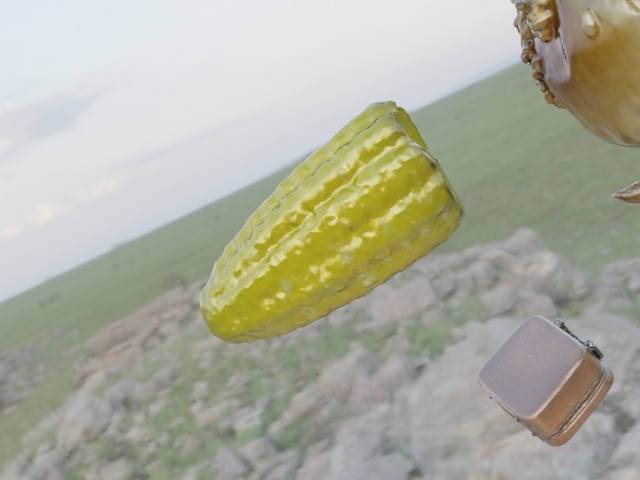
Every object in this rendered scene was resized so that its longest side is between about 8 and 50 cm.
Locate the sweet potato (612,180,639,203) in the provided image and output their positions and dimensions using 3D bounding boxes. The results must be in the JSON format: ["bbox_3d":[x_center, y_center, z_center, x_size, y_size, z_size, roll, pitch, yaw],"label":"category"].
[{"bbox_3d":[0.537,-0.118,1.592,0.314,0.066,0.072,-26,-14,9],"label":"sweet potato"}]

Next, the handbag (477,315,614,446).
[{"bbox_3d":[0.308,0.184,1.641,0.151,0.072,0.193,-50,18,-2],"label":"handbag"}]

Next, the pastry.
[{"bbox_3d":[0.325,-0.302,1.249,0.245,0.409,0.409,4,8,7],"label":"pastry"}]

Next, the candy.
[{"bbox_3d":[0.000,0.000,0.816,0.199,0.106,0.094,-37,15,13],"label":"candy"}]
